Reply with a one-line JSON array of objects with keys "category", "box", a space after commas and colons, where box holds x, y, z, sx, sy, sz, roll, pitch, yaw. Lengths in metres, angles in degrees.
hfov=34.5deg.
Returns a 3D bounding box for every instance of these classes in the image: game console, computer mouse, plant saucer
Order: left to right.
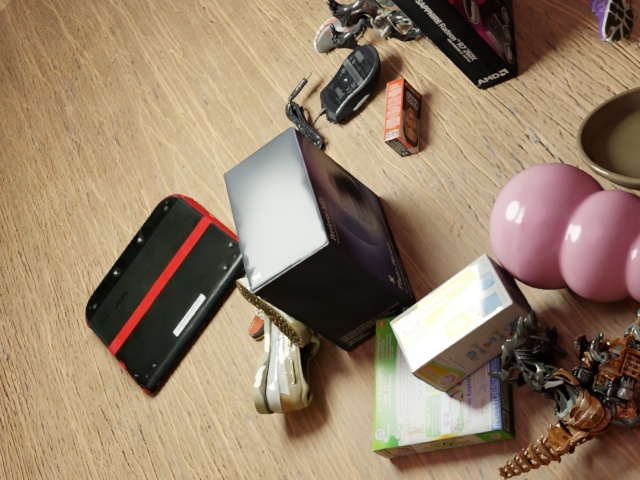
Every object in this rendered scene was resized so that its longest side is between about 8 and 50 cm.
[{"category": "game console", "box": [-0.348, 0.105, 2.304, 0.342, 0.060, 0.386, 37, 92, 41]}, {"category": "computer mouse", "box": [0.033, -0.326, 2.230, 0.262, 0.060, 0.184, -53, 47, 19]}, {"category": "plant saucer", "box": [0.549, -0.163, 1.633, 0.278, 0.041, 0.277, -13, 37, 10]}]

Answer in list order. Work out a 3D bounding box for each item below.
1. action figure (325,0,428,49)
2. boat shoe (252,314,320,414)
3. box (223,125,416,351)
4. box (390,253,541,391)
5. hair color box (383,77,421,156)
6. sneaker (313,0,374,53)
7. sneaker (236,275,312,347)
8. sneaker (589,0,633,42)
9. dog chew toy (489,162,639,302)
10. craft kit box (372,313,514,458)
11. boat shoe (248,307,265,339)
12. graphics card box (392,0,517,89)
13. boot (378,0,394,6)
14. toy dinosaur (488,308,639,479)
[{"category": "action figure", "box": [0.144, -0.485, 2.156, 0.276, 0.141, 0.164, -10, 68, 27]}, {"category": "boat shoe", "box": [-0.051, 0.190, 1.967, 0.103, 0.113, 0.302, -3, 60, 16]}, {"category": "box", "box": [0.000, 0.000, 1.891, 0.183, 0.294, 0.296, -34, 48, 20]}, {"category": "box", "box": [0.232, 0.136, 1.674, 0.203, 0.103, 0.114, -38, 47, 17]}, {"category": "hair color box", "box": [0.164, -0.246, 2.057, 0.043, 0.072, 0.141, -14, 58, 34]}, {"category": "sneaker", "box": [0.053, -0.467, 2.295, 0.158, 0.061, 0.064, -41, 52, 15]}, {"category": "sneaker", "box": [-0.066, 0.111, 1.917, 0.086, 0.064, 0.192, -37, 59, -24]}, {"category": "sneaker", "box": [0.524, -0.421, 1.876, 0.071, 0.068, 0.169, -27, 40, 46]}, {"category": "dog chew toy", "box": [0.431, 0.002, 1.604, 0.332, 0.207, 0.206, 22, 81, 37]}, {"category": "craft kit box", "box": [0.205, 0.230, 1.753, 0.247, 0.061, 0.249, -15, 56, 31]}, {"category": "boat shoe", "box": [-0.108, 0.136, 2.082, 0.049, 0.043, 0.137, 33, 90, 44]}, {"category": "graphics card box", "box": [0.236, -0.473, 1.917, 0.094, 0.371, 0.232, -20, 53, 31]}, {"category": "boot", "box": [0.170, -0.729, 2.107, 0.367, 0.146, 0.445, 43, 75, 8]}, {"category": "toy dinosaur", "box": [0.381, 0.222, 1.551, 0.322, 0.164, 0.218, -39, 59, -14]}]
